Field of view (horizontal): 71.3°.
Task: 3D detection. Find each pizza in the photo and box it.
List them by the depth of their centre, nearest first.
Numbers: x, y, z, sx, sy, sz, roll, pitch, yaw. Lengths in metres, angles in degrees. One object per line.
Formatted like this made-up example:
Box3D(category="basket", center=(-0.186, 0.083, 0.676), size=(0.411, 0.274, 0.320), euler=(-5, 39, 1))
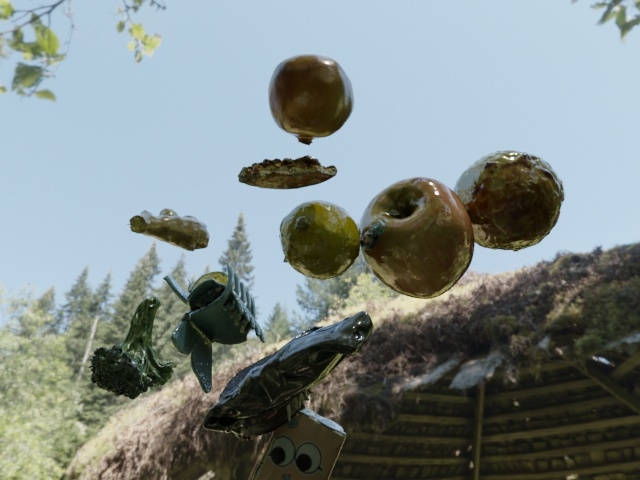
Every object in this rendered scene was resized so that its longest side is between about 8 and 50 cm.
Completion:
Box3D(category="pizza", center=(-0.081, -0.171, 1.131), size=(0.246, 0.058, 0.127), euler=(-8, -14, 8))

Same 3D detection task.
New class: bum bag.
Box3D(category="bum bag", center=(-0.048, 0.200, 0.693), size=(0.326, 0.079, 0.142), euler=(-37, -18, 21))

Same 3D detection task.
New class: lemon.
Box3D(category="lemon", center=(0.001, 0.001, 1.412), size=(0.261, 0.260, 0.284), euler=(4, -25, -1))

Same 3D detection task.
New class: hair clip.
Box3D(category="hair clip", center=(-0.352, 0.254, 1.507), size=(0.238, 0.392, 0.318), euler=(-19, -38, -2))

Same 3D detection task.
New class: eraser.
Box3D(category="eraser", center=(-0.066, 0.574, 1.102), size=(0.171, 0.290, 0.087), euler=(22, -9, 18))

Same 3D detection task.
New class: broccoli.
Box3D(category="broccoli", center=(-0.478, 0.297, 1.220), size=(0.198, 0.275, 0.177), euler=(28, -35, 4))

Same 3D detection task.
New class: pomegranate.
Box3D(category="pomegranate", center=(-0.028, -0.418, 1.334), size=(0.264, 0.264, 0.264), euler=(2, -38, 1))

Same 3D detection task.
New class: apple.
Box3D(category="apple", center=(0.326, 0.000, 1.500), size=(0.391, 0.391, 0.346), euler=(-19, -51, 25))

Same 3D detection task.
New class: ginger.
Box3D(category="ginger", center=(-0.641, -0.079, 1.912), size=(0.166, 0.236, 0.375), euler=(-24, -35, 18))

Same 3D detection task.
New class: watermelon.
Box3D(category="watermelon", center=(-0.564, 0.271, 2.326), size=(0.232, 0.204, 0.127), euler=(-17, -40, 2))

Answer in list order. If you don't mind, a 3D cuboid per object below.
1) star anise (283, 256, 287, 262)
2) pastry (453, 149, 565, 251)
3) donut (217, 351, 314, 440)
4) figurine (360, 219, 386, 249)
Box3D(category="star anise", center=(-0.053, -0.001, 1.948), size=(0.148, 0.346, 0.237), euler=(-21, -79, 45))
Box3D(category="pastry", center=(0.673, -0.134, 1.607), size=(0.389, 0.312, 0.388), euler=(6, -59, 11))
Box3D(category="donut", center=(-0.137, 0.390, 1.137), size=(0.270, 0.269, 0.103), euler=(-21, -73, 26))
Box3D(category="figurine", center=(0.158, -0.019, 1.345), size=(0.047, 0.060, 0.106), euler=(24, -58, -23))
